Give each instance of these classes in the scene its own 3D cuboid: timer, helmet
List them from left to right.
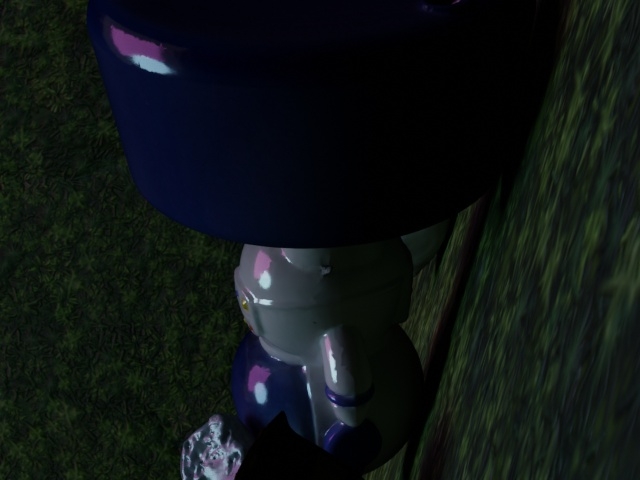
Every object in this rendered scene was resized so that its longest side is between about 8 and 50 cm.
[{"bbox_3d":[-0.007,0.184,0.729,0.175,0.106,0.155,-70,-2,-71],"label":"helmet"},{"bbox_3d":[0.000,0.000,0.872,0.270,0.270,0.383,-72,-18,-59],"label":"timer"}]

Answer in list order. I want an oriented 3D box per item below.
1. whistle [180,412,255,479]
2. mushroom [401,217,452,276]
[{"bbox_3d":[-0.045,0.217,0.842,0.123,0.123,0.223,102,149,-63],"label":"whistle"},{"bbox_3d":[0.083,-0.067,1.121,0.351,0.097,0.109,107,179,-60],"label":"mushroom"}]
